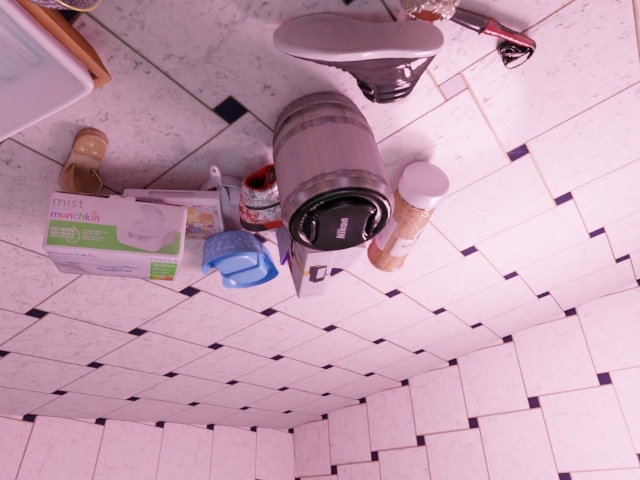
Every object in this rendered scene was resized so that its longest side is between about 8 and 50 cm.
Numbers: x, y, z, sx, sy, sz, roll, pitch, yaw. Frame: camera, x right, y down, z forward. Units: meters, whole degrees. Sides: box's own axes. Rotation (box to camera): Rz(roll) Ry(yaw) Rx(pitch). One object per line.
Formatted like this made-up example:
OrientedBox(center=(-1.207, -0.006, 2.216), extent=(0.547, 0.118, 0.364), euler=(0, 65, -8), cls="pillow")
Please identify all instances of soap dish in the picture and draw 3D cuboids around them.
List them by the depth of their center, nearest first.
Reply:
OrientedBox(center=(-0.513, -0.281, 0.726), extent=(0.290, 0.118, 0.229), euler=(-21, 146, 14), cls="soap dish")

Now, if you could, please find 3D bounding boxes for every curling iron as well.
OrientedBox(center=(0.302, -0.389, 0.890), extent=(0.273, 0.035, 0.068), euler=(10, 141, -30), cls="curling iron")

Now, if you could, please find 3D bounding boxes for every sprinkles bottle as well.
OrientedBox(center=(0.227, -0.052, 1.292), extent=(0.121, 0.121, 0.356), euler=(-2, 146, -14), cls="sprinkles bottle")

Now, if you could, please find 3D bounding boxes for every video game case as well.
OrientedBox(center=(-0.339, -0.057, 1.141), extent=(0.206, 0.026, 0.227), euler=(1, 157, -7), cls="video game case")

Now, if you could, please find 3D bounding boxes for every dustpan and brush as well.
OrientedBox(center=(-0.232, -0.120, 1.103), extent=(0.147, 0.060, 0.211), euler=(-8, 147, -5), cls="dustpan and brush")

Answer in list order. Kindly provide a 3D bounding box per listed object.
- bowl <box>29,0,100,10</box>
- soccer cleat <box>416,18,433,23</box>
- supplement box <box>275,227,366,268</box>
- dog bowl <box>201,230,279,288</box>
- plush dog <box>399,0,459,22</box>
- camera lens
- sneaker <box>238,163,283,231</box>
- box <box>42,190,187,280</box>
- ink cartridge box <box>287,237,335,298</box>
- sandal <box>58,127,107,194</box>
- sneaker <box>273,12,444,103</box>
OrientedBox(center=(-0.372, -0.368, 0.605), extent=(0.080, 0.170, 0.170), euler=(-13, 148, 18), cls="bowl")
OrientedBox(center=(0.184, -0.377, 0.881), extent=(0.035, 0.029, 0.083), euler=(1, 142, -3), cls="soccer cleat")
OrientedBox(center=(0.000, 0.000, 1.308), extent=(0.219, 0.111, 0.114), euler=(4, 143, -22), cls="supplement box")
OrientedBox(center=(-0.221, 0.055, 1.310), extent=(0.165, 0.074, 0.297), euler=(-17, 159, 6), cls="dog bowl")
OrientedBox(center=(0.224, -0.467, 0.661), extent=(0.225, 0.211, 0.262), euler=(-19, 177, -14), cls="plush dog")
OrientedBox(center=(0.018, -0.134, 0.966), extent=(0.219, 0.275, 0.219), euler=(-8, 147, -5), cls="camera lens")
OrientedBox(center=(-0.062, -0.112, 1.127), extent=(0.269, 0.090, 0.145), euler=(-13, 138, -20), cls="sneaker")
OrientedBox(center=(-0.440, -0.002, 1.050), extent=(0.261, 0.127, 0.231), euler=(7, 162, -20), cls="box")
OrientedBox(center=(-0.026, 0.035, 1.141), extent=(0.072, 0.128, 0.175), euler=(-6, 139, -16), cls="ink cartridge box")
OrientedBox(center=(-0.501, -0.124, 0.998), extent=(0.088, 0.079, 0.240), euler=(10, 141, -29), cls="sandal")
OrientedBox(center=(0.061, -0.317, 0.864), extent=(0.295, 0.105, 0.147), euler=(-1, 153, -7), cls="sneaker")
